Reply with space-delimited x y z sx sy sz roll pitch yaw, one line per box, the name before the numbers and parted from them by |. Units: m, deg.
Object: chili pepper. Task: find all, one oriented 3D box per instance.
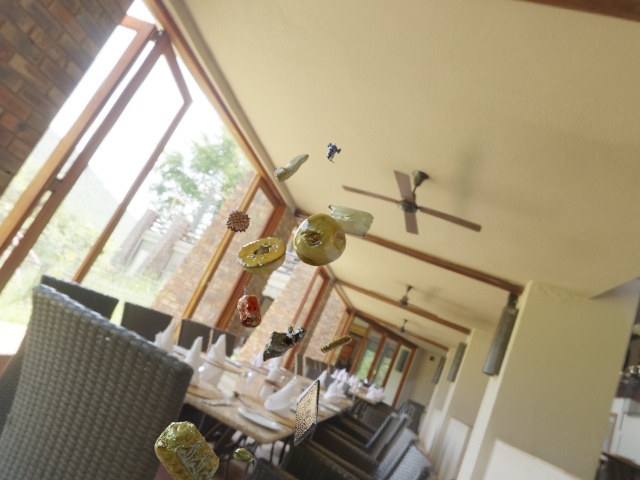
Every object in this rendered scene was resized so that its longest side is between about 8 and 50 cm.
chili pepper | -0.307 0.273 1.802 0.084 0.192 0.086 -33 -35 26

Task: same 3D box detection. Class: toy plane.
toy plane | 0.044 -0.338 1.650 0.054 0.062 0.167 31 0 3

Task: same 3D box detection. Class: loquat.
loquat | -0.002 0.005 1.666 0.213 0.213 0.213 23 -14 6

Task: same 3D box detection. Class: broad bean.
broad bean | -0.396 1.130 2.214 0.075 0.067 0.325 30 -24 26

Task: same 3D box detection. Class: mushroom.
mushroom | -0.110 -0.301 1.693 0.059 0.202 0.054 21 -44 25

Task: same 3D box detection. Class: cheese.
cheese | 0.132 -0.095 2.038 0.234 0.127 0.266 16 0 5

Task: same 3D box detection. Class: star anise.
star anise | -0.166 0.457 1.949 0.198 0.258 0.110 -41 -104 42

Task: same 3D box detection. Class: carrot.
carrot | 0.074 0.486 1.976 0.171 0.042 0.042 -16 14 -37

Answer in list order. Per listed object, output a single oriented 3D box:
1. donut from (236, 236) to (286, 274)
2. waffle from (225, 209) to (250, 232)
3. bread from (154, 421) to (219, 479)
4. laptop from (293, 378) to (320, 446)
donut | -0.207 0.060 1.520 0.162 0.179 0.065 -123 -162 -51
waffle | -0.269 -0.064 1.390 0.075 0.083 0.029 25 -35 -4
bread | -0.459 0.732 1.447 0.130 0.152 0.267 27 -38 53
laptop | -0.042 0.502 1.224 0.016 0.135 0.197 15 -44 -11
